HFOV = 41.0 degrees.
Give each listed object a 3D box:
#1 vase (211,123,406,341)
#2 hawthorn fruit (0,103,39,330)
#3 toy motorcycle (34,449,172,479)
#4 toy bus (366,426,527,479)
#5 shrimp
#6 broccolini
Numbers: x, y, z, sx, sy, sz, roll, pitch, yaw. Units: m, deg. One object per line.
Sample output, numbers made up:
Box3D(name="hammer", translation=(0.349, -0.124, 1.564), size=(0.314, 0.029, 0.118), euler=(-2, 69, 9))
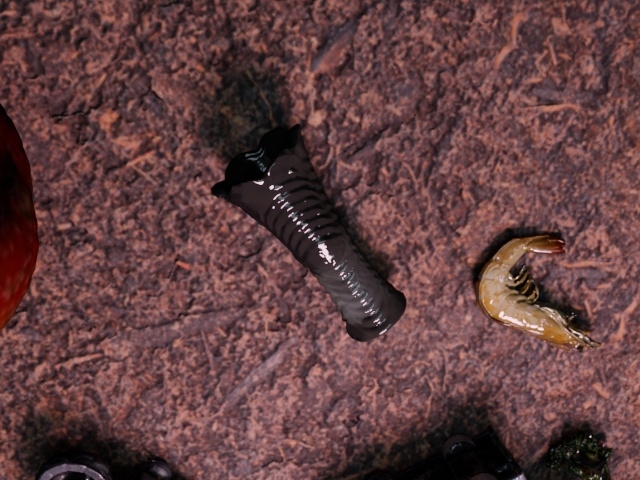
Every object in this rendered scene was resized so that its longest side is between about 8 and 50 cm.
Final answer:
Box3D(name="vase", translation=(0.000, 0.000, 0.923), size=(0.115, 0.115, 0.237), euler=(-37, 112, 5))
Box3D(name="hawthorn fruit", translation=(-0.455, -0.008, 0.736), size=(0.403, 0.403, 0.403), euler=(-2, 107, -6))
Box3D(name="toy motorcycle", translation=(-0.209, 0.360, 1.000), size=(0.307, 0.108, 0.173), euler=(29, 106, -12))
Box3D(name="toy bus", translation=(0.138, 0.341, 1.029), size=(0.234, 0.116, 0.133), euler=(-26, 111, -1))
Box3D(name="shrimp", translation=(0.270, 0.059, 1.007), size=(0.178, 0.034, 0.124), euler=(23, 96, -8))
Box3D(name="broccolini", translation=(0.382, 0.334, 1.108), size=(0.254, 0.071, 0.057), euler=(47, 55, -23))
